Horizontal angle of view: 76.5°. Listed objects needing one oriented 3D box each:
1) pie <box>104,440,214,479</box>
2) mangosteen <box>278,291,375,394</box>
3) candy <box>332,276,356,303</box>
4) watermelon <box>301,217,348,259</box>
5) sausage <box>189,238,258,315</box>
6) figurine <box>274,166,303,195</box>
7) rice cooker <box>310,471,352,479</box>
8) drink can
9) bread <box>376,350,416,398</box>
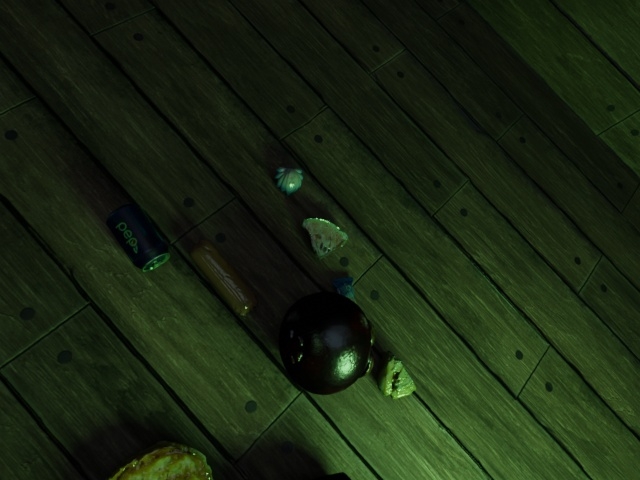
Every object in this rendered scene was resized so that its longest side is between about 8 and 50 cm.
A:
[{"bbox_3d":[-0.435,0.705,1.091,0.314,0.092,0.316,4,76,-17],"label":"pie"},{"bbox_3d":[0.037,0.315,1.270,0.346,0.306,0.307,10,66,-43],"label":"mangosteen"},{"bbox_3d":[0.088,0.200,1.448,0.088,0.038,0.136,-3,80,-32],"label":"candy"},{"bbox_3d":[0.000,0.000,1.474,0.187,0.071,0.139,23,73,-17],"label":"watermelon"},{"bbox_3d":[-0.315,0.120,1.323,0.086,0.086,0.289,-40,88,-24],"label":"sausage"},{"bbox_3d":[-0.117,-0.218,1.513,0.114,0.079,0.115,-9,111,-25],"label":"figurine"},{"bbox_3d":[0.011,0.793,1.108,0.224,0.267,0.268,-14,76,-20],"label":"rice cooker"},{"bbox_3d":[-0.568,-0.009,1.272,0.118,0.118,0.205,-34,83,-24],"label":"drink can"},{"bbox_3d":[0.235,0.465,1.373,0.110,0.103,0.156,-32,78,-12],"label":"bread"}]
